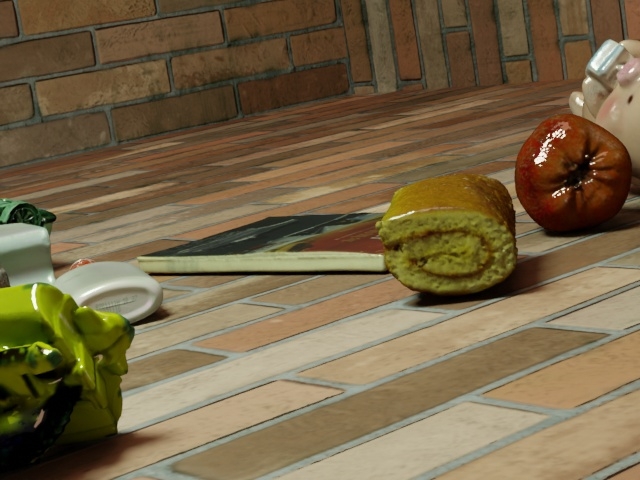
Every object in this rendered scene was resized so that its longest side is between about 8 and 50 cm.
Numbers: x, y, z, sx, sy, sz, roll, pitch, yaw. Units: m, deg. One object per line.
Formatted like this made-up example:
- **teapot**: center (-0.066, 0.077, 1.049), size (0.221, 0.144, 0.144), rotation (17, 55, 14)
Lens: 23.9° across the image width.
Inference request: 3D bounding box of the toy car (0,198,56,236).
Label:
- **toy car**: center (-0.488, 0.004, 1.916), size (0.306, 0.125, 0.136), rotation (-8, 16, -40)

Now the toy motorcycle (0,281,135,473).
- **toy motorcycle**: center (-0.300, 0.100, 1.175), size (0.342, 0.142, 0.206), rotation (-3, 49, 30)

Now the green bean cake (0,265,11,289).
- **green bean cake**: center (-0.448, 0.078, 1.557), size (0.233, 0.097, 0.199), rotation (-16, 12, -35)

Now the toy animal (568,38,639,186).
- **toy animal**: center (0.408, -0.154, 1.780), size (0.195, 0.213, 0.256), rotation (-48, -6, 6)

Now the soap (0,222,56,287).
- **soap**: center (-0.467, 0.052, 1.736), size (0.290, 0.095, 0.173), rotation (-14, 12, -30)

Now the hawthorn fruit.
- **hawthorn fruit**: center (0.279, -0.072, 1.696), size (0.133, 0.132, 0.138), rotation (-9, 4, -1)

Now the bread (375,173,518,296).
- **bread**: center (0.129, -0.006, 1.493), size (0.132, 0.103, 0.172), rotation (-5, 11, 8)

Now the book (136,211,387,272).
- **book**: center (0.000, 0.000, 1.823), size (0.374, 0.028, 0.263), rotation (-2, 10, 38)

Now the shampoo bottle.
- **shampoo bottle**: center (-0.241, 0.053, 1.645), size (0.108, 0.051, 0.221), rotation (-14, 11, -15)
